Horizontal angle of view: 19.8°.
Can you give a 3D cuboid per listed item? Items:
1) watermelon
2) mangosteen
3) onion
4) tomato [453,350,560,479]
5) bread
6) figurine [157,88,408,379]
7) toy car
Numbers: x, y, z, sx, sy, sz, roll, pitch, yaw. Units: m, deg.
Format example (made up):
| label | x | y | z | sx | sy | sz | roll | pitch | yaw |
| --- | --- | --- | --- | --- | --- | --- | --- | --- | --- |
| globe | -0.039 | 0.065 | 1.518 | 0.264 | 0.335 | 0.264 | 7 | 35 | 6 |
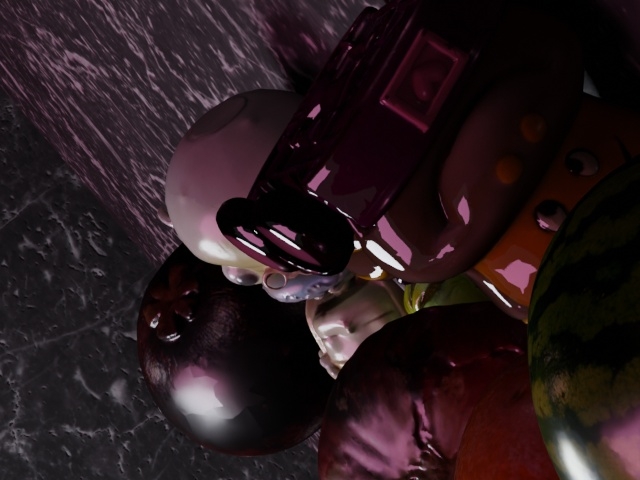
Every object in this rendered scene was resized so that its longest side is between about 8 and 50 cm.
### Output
| label | x | y | z | sx | sy | sz | roll | pitch | yaw |
| --- | --- | --- | --- | --- | --- | --- | --- | --- | --- |
| watermelon | 0.253 | 0.072 | 1.028 | 0.285 | 0.285 | 0.285 | 47 | 167 | 15 |
| mangosteen | -0.065 | 0.127 | 2.327 | 0.347 | 0.307 | 0.307 | 23 | -171 | -42 |
| onion | 0.170 | 0.219 | 1.795 | 0.347 | 0.347 | 0.285 | 48 | -151 | 14 |
| tomato | 0.245 | 0.199 | 1.482 | 0.265 | 0.265 | 0.265 | 47 | 167 | 15 |
| bread | 0.141 | 0.081 | 1.921 | 0.139 | 0.071 | 0.130 | 48 | 171 | 13 |
| figurine | 0.000 | 0.000 | 1.975 | 0.394 | 0.226 | 0.274 | 54 | -158 | -27 |
| toy car | 0.095 | -0.063 | 1.354 | 0.240 | 0.271 | 0.340 | 32 | 173 | -10 |
